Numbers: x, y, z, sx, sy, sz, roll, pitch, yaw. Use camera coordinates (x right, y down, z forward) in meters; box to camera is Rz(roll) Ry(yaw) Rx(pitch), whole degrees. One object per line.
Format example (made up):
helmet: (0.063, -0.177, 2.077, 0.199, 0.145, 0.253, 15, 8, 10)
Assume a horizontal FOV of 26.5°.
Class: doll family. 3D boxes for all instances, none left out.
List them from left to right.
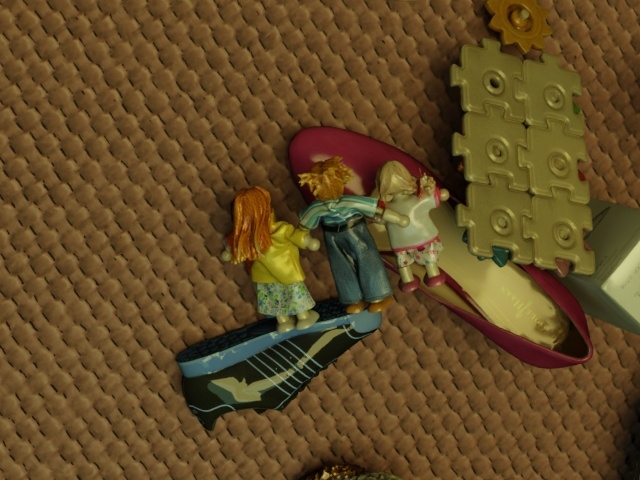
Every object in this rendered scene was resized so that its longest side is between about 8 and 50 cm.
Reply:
doll family: (0.000, 0.000, 1.385, 0.263, 0.118, 0.163, -13, 108, 21)

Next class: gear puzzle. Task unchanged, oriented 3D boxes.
gear puzzle: (0.206, -0.127, 1.464, 0.175, 0.044, 0.339, 9, 69, -26)

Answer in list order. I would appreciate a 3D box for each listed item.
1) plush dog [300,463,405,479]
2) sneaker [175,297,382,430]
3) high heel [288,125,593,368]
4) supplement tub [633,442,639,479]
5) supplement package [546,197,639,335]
plush dog: (0.055, 0.362, 1.474, 0.210, 0.262, 0.225, 1, 110, -50)
sneaker: (-0.037, 0.132, 1.471, 0.232, 0.081, 0.090, -17, 105, -6)
high heel: (0.134, 0.002, 1.445, 0.377, 0.181, 0.127, 33, 88, -18)
supplement tub: (0.458, 0.305, 1.575, 0.193, 0.193, 0.316, 8, 95, -17)
supplement package: (0.334, 0.029, 1.508, 0.105, 0.179, 0.105, 40, 85, -18)
